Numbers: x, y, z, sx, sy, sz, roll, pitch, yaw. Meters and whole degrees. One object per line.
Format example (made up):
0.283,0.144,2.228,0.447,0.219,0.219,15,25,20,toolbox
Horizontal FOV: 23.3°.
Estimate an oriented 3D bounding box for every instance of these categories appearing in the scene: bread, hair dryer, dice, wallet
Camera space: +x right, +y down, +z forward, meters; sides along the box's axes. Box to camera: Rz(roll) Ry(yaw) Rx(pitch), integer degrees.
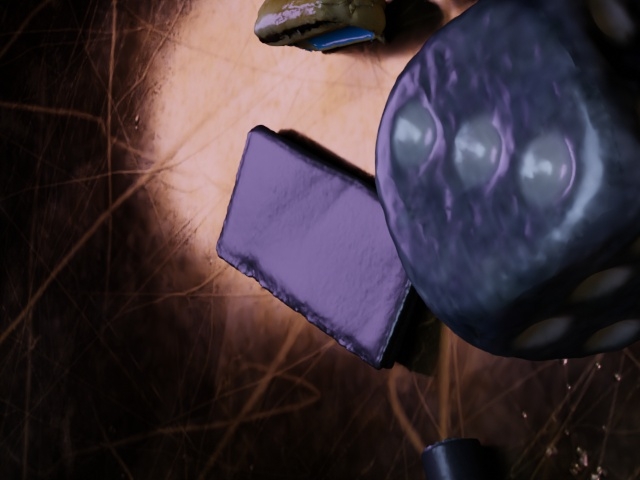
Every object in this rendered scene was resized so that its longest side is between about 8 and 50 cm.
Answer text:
0.000,-0.178,1.217,0.106,0.072,0.053,-7,81,52,bread
0.157,0.189,1.019,0.195,0.050,0.173,-35,61,38,hair dryer
0.154,-0.043,0.930,0.182,0.181,0.183,-44,53,40,dice
0.001,0.000,1.236,0.244,0.025,0.124,33,112,49,wallet
